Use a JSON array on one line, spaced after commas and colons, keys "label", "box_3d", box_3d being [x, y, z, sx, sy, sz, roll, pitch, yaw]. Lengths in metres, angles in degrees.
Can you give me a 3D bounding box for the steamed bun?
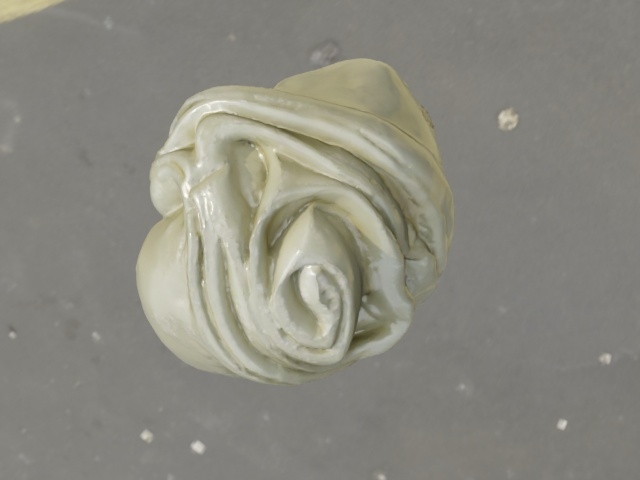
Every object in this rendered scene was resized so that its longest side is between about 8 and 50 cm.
[{"label": "steamed bun", "box_3d": [-0.001, 0.009, 1.165, 0.219, 0.324, 0.309, 43, 135, 45]}]
